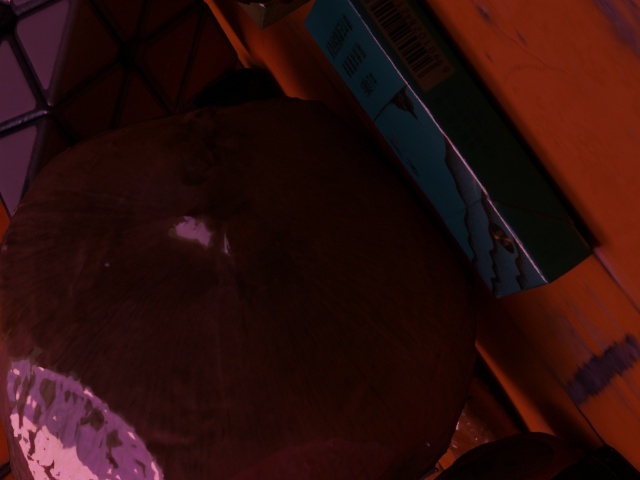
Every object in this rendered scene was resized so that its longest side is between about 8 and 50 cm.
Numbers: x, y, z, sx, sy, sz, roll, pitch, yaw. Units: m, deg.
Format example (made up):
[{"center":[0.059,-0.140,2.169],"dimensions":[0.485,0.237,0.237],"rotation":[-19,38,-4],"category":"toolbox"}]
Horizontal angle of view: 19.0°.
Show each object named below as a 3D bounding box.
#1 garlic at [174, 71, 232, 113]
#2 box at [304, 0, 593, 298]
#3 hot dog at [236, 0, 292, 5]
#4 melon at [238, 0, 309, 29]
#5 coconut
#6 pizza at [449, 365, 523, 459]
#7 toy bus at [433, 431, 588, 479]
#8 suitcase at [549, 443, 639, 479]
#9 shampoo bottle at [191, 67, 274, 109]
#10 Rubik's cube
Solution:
[{"center":[-0.121,-0.068,1.918],"dimensions":[0.253,0.245,0.245],"rotation":[20,165,10],"category":"garlic"},{"center":[0.075,-0.069,1.193],"dimensions":[0.226,0.042,0.161],"rotation":[55,174,0],"category":"box"},{"center":[-0.079,-0.243,1.091],"dimensions":[0.196,0.122,0.272],"rotation":[50,169,32],"category":"hot dog"},{"center":[-0.073,-0.221,1.374],"dimensions":[0.209,0.064,0.118],"rotation":[46,168,35],"category":"melon"},{"center":[-0.075,0.068,1.500],"dimensions":[0.404,0.404,0.404],"rotation":[53,172,10],"category":"coconut"},{"center":[0.117,0.135,1.747],"dimensions":[0.246,0.058,0.127],"rotation":[43,157,3],"category":"pizza"},{"center":[0.187,0.279,1.564],"dimensions":[0.288,0.194,0.232],"rotation":[59,-176,-36],"category":"toy bus"},{"center":[0.259,0.328,1.216],"dimensions":[0.434,0.194,0.283],"rotation":[44,167,54],"category":"suitcase"},{"center":[0.000,0.000,1.827],"dimensions":[0.359,0.078,0.134],"rotation":[56,176,-16],"category":"shampoo bottle"},{"center":[-0.213,-0.177,1.638],"dimensions":[0.233,0.228,0.229],"rotation":[60,-179,-14],"category":"Rubik's cube"}]
